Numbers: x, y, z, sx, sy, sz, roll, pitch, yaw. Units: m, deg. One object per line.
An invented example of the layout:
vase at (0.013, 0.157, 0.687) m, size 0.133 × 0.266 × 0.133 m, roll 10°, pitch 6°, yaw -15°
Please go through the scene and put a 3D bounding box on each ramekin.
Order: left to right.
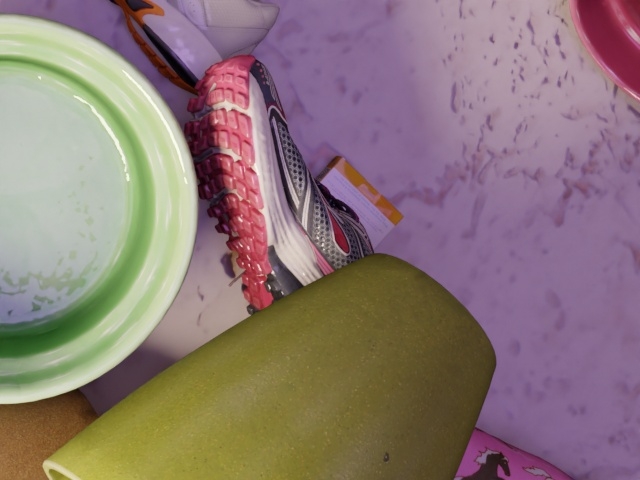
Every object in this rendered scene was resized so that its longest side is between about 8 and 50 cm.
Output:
ramekin at (-0.260, -0.030, 1.225) m, size 0.303 × 0.148 × 0.303 m, roll -1°, pitch 96°, yaw -14°

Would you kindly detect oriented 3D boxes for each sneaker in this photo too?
sneaker at (-0.141, -0.251, 1.268) m, size 0.121 × 0.099 × 0.262 m, roll -44°, pitch 111°, yaw -13°
sneaker at (-0.025, -0.021, 1.277) m, size 0.112 × 0.121 × 0.299 m, roll -30°, pitch 117°, yaw -24°

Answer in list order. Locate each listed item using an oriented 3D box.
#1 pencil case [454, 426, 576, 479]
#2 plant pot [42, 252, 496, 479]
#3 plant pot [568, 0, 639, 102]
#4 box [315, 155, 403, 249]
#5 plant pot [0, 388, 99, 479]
pencil case at (0.172, 0.276, 1.357) m, size 0.386 × 0.160 × 0.167 m, roll 26°, pitch 88°, yaw -15°
plant pot at (-0.009, 0.156, 1.142) m, size 0.275 × 0.275 × 0.293 m, roll 48°, pitch 71°, yaw -13°
plant pot at (0.354, -0.231, 1.341) m, size 0.201 × 0.201 × 0.180 m, roll 49°, pitch 67°, yaw -13°
box at (0.000, 0.000, 1.354) m, size 0.081 × 0.028 × 0.136 m, roll 44°, pitch 87°, yaw -14°
plant pot at (-0.297, 0.218, 1.222) m, size 0.254 × 0.237 × 0.237 m, roll -29°, pitch 102°, yaw -25°
